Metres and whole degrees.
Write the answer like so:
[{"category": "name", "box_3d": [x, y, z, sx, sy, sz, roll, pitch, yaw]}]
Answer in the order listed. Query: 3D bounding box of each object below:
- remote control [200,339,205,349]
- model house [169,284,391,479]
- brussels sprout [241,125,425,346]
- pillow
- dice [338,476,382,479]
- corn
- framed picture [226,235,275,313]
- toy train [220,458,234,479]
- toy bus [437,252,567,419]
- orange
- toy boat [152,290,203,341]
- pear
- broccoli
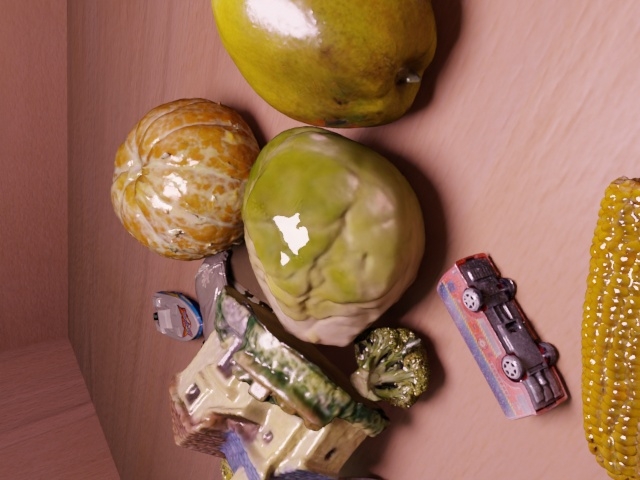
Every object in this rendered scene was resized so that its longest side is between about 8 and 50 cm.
[{"category": "remote control", "box_3d": [-0.181, 0.334, 1.213, 0.399, 0.062, 0.144, 13, 108, 52]}, {"category": "model house", "box_3d": [-0.102, 0.262, 0.820, 0.266, 0.261, 0.321, -53, 40, -2]}, {"category": "brussels sprout", "box_3d": [0.006, -0.007, 0.720, 0.274, 0.243, 0.316, -18, 82, 56]}, {"category": "pillow", "box_3d": [-0.239, 0.154, 1.193, 0.169, 0.059, 0.254, -36, 60, 49]}, {"category": "dice", "box_3d": [0.042, 0.539, 0.804, 0.243, 0.251, 0.259, 25, 118, 51]}, {"category": "corn", "box_3d": [0.292, 0.096, 0.480, 0.101, 0.102, 0.310, 4, 103, 53]}, {"category": "framed picture", "box_3d": [-0.115, 0.040, 1.087, 0.324, 0.020, 0.240, 30, 121, 46]}, {"category": "toy train", "box_3d": [-0.108, 0.528, 1.111, 0.261, 0.134, 0.177, -8, 100, 55]}, {"category": "toy bus", "box_3d": [0.211, 0.113, 0.626, 0.192, 0.065, 0.077, 64, 149, 20]}, {"category": "orange", "box_3d": [-0.261, -0.121, 1.030, 0.329, 0.249, 0.329, -7, 78, 38]}, {"category": "toy boat", "box_3d": [-0.388, 0.211, 1.441, 0.295, 0.088, 0.129, 1, 99, 54]}, {"category": "pear", "box_3d": [-0.001, -0.283, 0.664, 0.321, 0.269, 0.269, 43, 133, 15]}, {"category": "broccoli", "box_3d": [0.096, 0.181, 0.749, 0.131, 0.120, 0.130, 20, 120, 47]}]
